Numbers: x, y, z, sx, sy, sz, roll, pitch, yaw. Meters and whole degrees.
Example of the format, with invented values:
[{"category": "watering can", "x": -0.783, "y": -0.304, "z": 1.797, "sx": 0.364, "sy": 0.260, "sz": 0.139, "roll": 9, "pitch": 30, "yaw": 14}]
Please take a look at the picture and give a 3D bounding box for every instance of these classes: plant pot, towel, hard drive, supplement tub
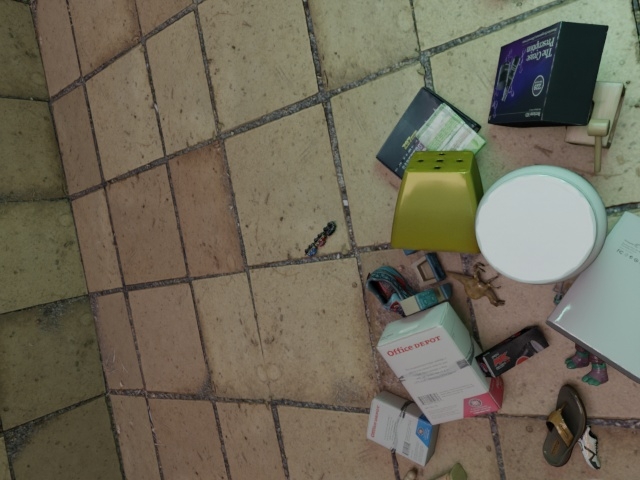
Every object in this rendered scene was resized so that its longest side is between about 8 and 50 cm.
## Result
[{"category": "plant pot", "x": 0.288, "y": -0.106, "z": 1.134, "sx": 0.212, "sy": 0.212, "sz": 0.187, "roll": 4, "pitch": 122, "yaw": 20}, {"category": "towel", "x": 0.328, "y": -0.257, "z": 1.189, "sx": 0.152, "sy": 0.023, "sz": 0.113, "roll": 48, "pitch": 122, "yaw": 14}, {"category": "hard drive", "x": 0.650, "y": 0.109, "z": 0.975, "sx": 0.203, "sy": 0.040, "sz": 0.307, "roll": 36, "pitch": 80, "yaw": 25}, {"category": "supplement tub", "x": 0.468, "y": -0.039, "z": 0.995, "sx": 0.241, "sy": 0.331, "sz": 0.241, "roll": 4, "pitch": 99, "yaw": 30}]

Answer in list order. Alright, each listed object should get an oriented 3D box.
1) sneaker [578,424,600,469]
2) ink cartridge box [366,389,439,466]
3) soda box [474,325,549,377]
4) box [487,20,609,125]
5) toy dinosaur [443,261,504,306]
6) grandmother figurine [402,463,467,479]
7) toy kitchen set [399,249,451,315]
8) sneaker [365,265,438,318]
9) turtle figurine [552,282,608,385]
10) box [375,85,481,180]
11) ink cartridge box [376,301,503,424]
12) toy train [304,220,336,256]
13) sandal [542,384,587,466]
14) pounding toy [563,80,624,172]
[{"category": "sneaker", "x": 0.653, "y": 0.498, "z": 1.132, "sx": 0.044, "sy": 0.040, "sz": 0.109, "roll": -28, "pitch": 81, "yaw": 32}, {"category": "ink cartridge box", "x": 0.246, "y": 0.553, "z": 1.393, "sx": 0.190, "sy": 0.082, "sz": 0.139, "roll": 16, "pitch": 105, "yaw": 33}, {"category": "soda box", "x": 0.471, "y": 0.274, "z": 1.153, "sx": 0.060, "sy": 0.169, "sz": 0.053, "roll": 62, "pitch": 167, "yaw": 10}, {"category": "box", "x": 0.469, "y": -0.339, "z": 1.002, "sx": 0.103, "sy": 0.261, "sz": 0.184, "roll": 3, "pitch": 102, "yaw": -4}, {"category": "toy dinosaur", "x": 0.406, "y": 0.108, "z": 1.238, "sx": 0.183, "sy": 0.053, "sz": 0.092, "roll": 33, "pitch": 115, "yaw": 26}, {"category": "grandmother figurine", "x": 0.302, "y": 0.795, "z": 1.387, "sx": 0.342, "sy": 0.104, "sz": 0.208, "roll": -44, "pitch": 45, "yaw": 34}, {"category": "toy kitchen set", "x": 0.268, "y": 0.070, "z": 1.241, "sx": 0.122, "sy": 0.166, "sz": 0.207, "roll": -35, "pitch": 73, "yaw": 42}, {"category": "sneaker", "x": 0.228, "y": 0.184, "z": 1.326, "sx": 0.262, "sy": 0.125, "sz": 0.104, "roll": 39, "pitch": 117, "yaw": 24}, {"category": "turtle figurine", "x": 0.604, "y": 0.195, "z": 1.063, "sx": 0.118, "sy": 0.175, "sz": 0.234, "roll": -4, "pitch": 103, "yaw": 17}, {"category": "box", "x": 0.284, "y": -0.264, "z": 1.263, "sx": 0.183, "sy": 0.059, "sz": 0.233, "roll": 46, "pitch": 118, "yaw": 21}, {"category": "ink cartridge box", "x": 0.316, "y": 0.326, "z": 1.237, "sx": 0.207, "sy": 0.117, "sz": 0.283, "roll": -29, "pitch": 102, "yaw": 34}, {"category": "toy train", "x": 0.000, "y": 0.000, "z": 1.518, "sx": 0.036, "sy": 0.027, "sz": 0.158, "roll": 46, "pitch": 119, "yaw": 8}, {"category": "sandal", "x": 0.581, "y": 0.458, "z": 1.145, "sx": 0.090, "sy": 0.060, "sz": 0.219, "roll": -122, "pitch": 39, "yaw": -63}, {"category": "pounding toy", "x": 0.562, "y": -0.239, "z": 0.987, "sx": 0.094, "sy": 0.206, "sz": 0.181, "roll": 17, "pitch": 106, "yaw": 32}]
